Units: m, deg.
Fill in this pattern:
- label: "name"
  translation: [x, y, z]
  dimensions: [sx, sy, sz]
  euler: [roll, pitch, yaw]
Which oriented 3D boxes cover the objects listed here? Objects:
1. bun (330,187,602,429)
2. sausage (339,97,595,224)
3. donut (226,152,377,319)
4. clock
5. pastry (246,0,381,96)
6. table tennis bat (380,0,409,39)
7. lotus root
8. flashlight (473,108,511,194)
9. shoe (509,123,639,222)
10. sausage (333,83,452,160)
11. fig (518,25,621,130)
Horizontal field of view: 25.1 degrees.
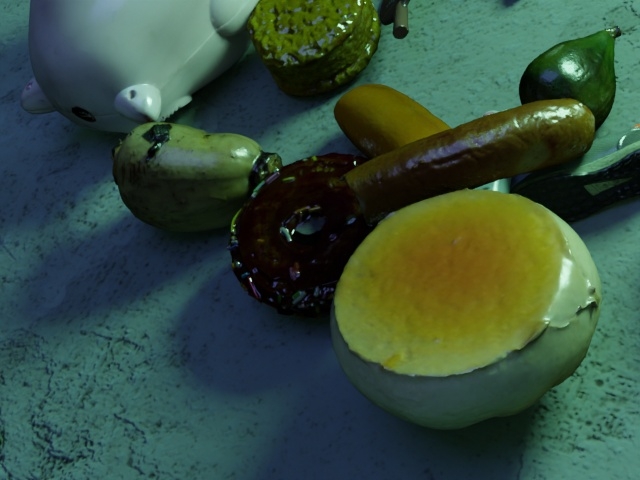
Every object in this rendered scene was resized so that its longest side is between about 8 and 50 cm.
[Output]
- label: "bun"
  translation: [0.166, 0.091, 1.568]
  dimensions: [0.299, 0.165, 0.299]
  euler: [-14, 44, 14]
- label: "sausage"
  translation: [0.167, -0.094, 1.648]
  dimensions: [0.302, 0.103, 0.076]
  euler: [-18, 83, 10]
- label: "donut"
  translation: [0.000, 0.000, 1.781]
  dimensions: [0.235, 0.089, 0.235]
  euler: [-15, 50, 18]
- label: "clock"
  translation: [-0.269, -0.343, 2.081]
  dimensions: [0.368, 0.250, 0.377]
  euler: [9, 61, 34]
- label: "pastry"
  translation: [-0.008, -0.291, 1.996]
  dimensions: [0.188, 0.103, 0.189]
  euler: [-15, 51, 20]
- label: "table tennis bat"
  translation: [0.154, -0.310, 1.986]
  dimensions: [0.107, 0.119, 0.170]
  euler: [-53, 20, 37]
- label: "lotus root"
  translation: [-0.177, -0.087, 1.902]
  dimensions: [0.256, 0.154, 0.140]
  euler: [1, 51, 25]
- label: "flashlight"
  translation: [0.204, -0.078, 1.754]
  dimensions: [0.093, 0.047, 0.200]
  euler: [-2, 55, 30]
- label: "shoe"
  translation: [0.313, -0.080, 1.686]
  dimensions: [0.194, 0.074, 0.077]
  euler: [-18, 37, 14]
- label: "sausage"
  translation: [0.095, -0.135, 1.817]
  dimensions: [0.098, 0.098, 0.238]
  euler: [-41, 39, -4]
- label: "fig"
  translation: [0.314, -0.198, 1.752]
  dimensions: [0.117, 0.117, 0.177]
  euler: [9, 45, 34]
